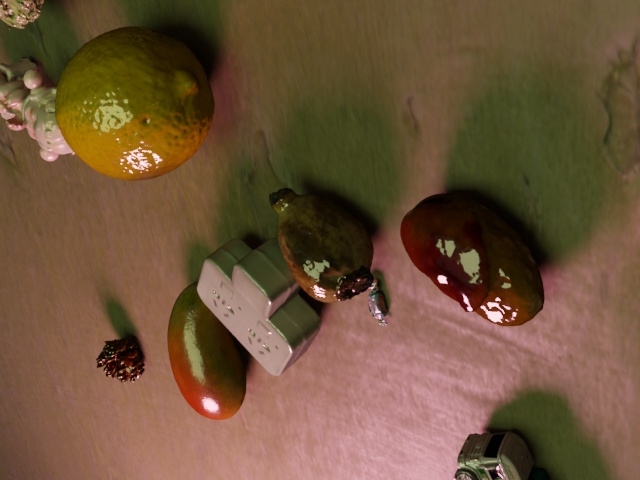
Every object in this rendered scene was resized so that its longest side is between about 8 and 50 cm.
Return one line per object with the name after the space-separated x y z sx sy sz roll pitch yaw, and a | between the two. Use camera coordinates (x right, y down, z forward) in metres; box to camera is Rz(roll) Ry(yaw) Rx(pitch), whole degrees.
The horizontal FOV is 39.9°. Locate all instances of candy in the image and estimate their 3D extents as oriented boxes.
0.092 0.104 1.463 0.030 0.020 0.083 7 122 38 | candy

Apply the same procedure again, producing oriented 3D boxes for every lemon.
-0.302 -0.221 1.438 0.267 0.267 0.267 21 128 30 | lemon

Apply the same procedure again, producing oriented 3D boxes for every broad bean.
0.212 0.031 1.243 0.228 0.122 0.156 49 134 10 | broad bean

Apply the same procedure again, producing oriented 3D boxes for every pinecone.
-0.442 0.266 1.977 0.102 0.102 0.109 -5 146 42 | pinecone

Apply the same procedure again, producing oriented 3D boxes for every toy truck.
0.314 0.430 1.420 0.124 0.114 0.253 -17 104 31 | toy truck

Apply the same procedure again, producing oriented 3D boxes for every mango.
-0.229 0.222 1.741 0.146 0.129 0.289 -6 103 44 | mango

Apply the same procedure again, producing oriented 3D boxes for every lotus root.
0.000 0.000 1.402 0.214 0.138 0.138 55 137 11 | lotus root

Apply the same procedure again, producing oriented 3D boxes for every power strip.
-0.091 0.087 1.556 0.229 0.141 0.261 44 150 11 | power strip

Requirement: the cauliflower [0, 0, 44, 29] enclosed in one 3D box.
-0.601 -0.486 1.513 0.275 0.250 0.272 17 127 60 | cauliflower

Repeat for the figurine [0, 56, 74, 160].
-0.528 -0.242 1.704 0.256 0.144 0.182 33 113 23 | figurine
